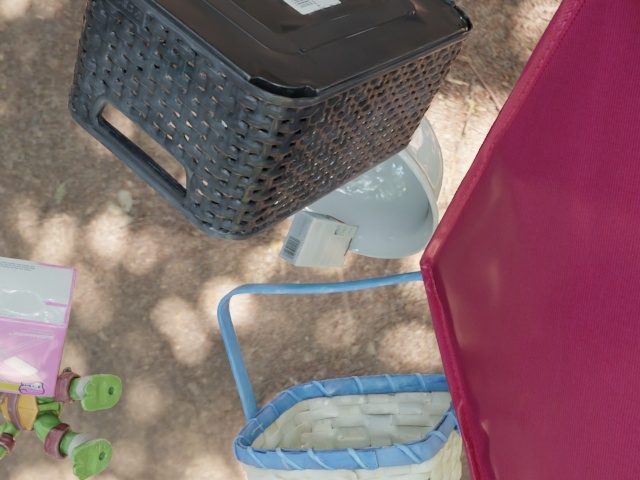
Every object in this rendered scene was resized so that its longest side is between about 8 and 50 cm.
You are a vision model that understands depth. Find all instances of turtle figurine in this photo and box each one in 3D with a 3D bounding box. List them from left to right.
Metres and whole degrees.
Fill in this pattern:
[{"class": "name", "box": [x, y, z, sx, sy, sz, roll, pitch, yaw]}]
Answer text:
[{"class": "turtle figurine", "box": [-0.423, 0.225, 1.086, 0.266, 0.274, 0.197, 5, 53, 30]}]

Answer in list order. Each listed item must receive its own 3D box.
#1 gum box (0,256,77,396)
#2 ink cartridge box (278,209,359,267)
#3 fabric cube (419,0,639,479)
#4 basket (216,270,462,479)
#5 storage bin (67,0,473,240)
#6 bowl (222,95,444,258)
[{"class": "gum box", "box": [-0.301, 0.063, 0.639, 0.107, 0.188, 0.062, 117, 156, -44]}, {"class": "ink cartridge box", "box": [0.000, 0.000, 0.987, 0.029, 0.115, 0.062, 28, 101, 29]}, {"class": "fabric cube", "box": [0.223, 0.049, 0.358, 0.254, 0.258, 0.259, 111, 155, -55]}, {"class": "basket", "box": [0.027, 0.179, 0.847, 0.255, 0.201, 0.288, -4, 106, 21]}, {"class": "storage bin", "box": [-0.021, -0.093, 0.406, 0.122, 0.180, 0.084, 40, 131, 15]}, {"class": "bowl", "box": [0.033, -0.122, 0.963, 0.298, 0.298, 0.134, 23, 63, 22]}]
